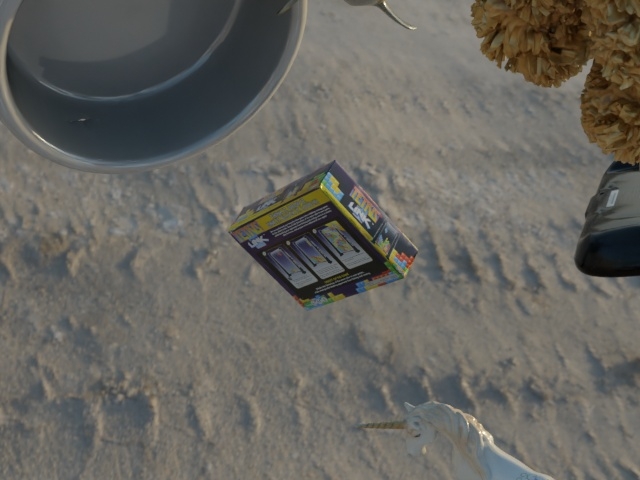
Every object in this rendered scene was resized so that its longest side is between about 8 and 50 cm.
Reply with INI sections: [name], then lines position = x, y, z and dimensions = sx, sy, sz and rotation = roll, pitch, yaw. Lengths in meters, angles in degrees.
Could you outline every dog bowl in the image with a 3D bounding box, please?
[dog bowl]
position = -0.168, -0.206, 0.834
dimensions = 0.348, 0.349, 0.102
rotation = -7, 49, -36

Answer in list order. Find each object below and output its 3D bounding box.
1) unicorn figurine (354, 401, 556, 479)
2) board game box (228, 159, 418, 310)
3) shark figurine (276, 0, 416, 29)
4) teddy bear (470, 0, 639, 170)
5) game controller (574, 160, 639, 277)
[unicorn figurine]
position = 0.116, 0.165, 0.604
dimensions = 0.161, 0.111, 0.060
rotation = 14, 46, 33
[board game box]
position = 0.000, 0.000, 0.986
dimensions = 0.141, 0.170, 0.048
rotation = 47, 50, -18
[shark figurine]
position = 0.066, -0.262, 0.849
dimensions = 0.116, 0.166, 0.278
rotation = 43, 39, -15
[teddy bear]
position = 0.125, -0.157, 0.364
dimensions = 0.113, 0.338, 0.245
rotation = -28, 76, -13
[game controller]
position = 0.362, -0.036, 0.924
dimensions = 0.319, 0.166, 0.067
rotation = -42, 112, -59
